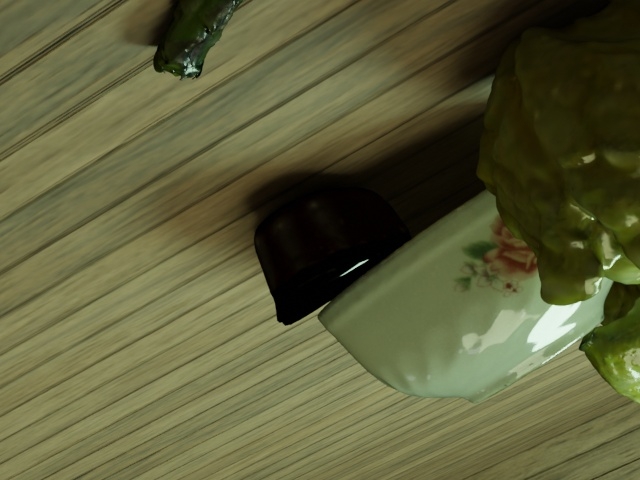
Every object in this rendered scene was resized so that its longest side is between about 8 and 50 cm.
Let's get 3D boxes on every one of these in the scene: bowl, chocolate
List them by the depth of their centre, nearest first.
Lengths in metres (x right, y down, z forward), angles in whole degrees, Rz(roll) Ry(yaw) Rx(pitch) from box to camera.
[{"bbox_3d":[0.000,0.000,0.912,0.125,0.080,0.148,-34,171,0],"label":"chocolate"},{"bbox_3d":[0.148,0.045,1.001,0.277,0.145,0.277,-34,171,-6],"label":"bowl"}]

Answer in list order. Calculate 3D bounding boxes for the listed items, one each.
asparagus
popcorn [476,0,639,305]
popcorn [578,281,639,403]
[{"bbox_3d":[-0.042,-0.137,0.603,0.036,0.030,0.165,19,142,-26],"label":"asparagus"},{"bbox_3d":[0.225,-0.061,0.786,0.256,0.255,0.195,11,144,33],"label":"popcorn"},{"bbox_3d":[0.427,0.076,1.273,0.326,0.290,0.321,-32,165,-34],"label":"popcorn"}]
